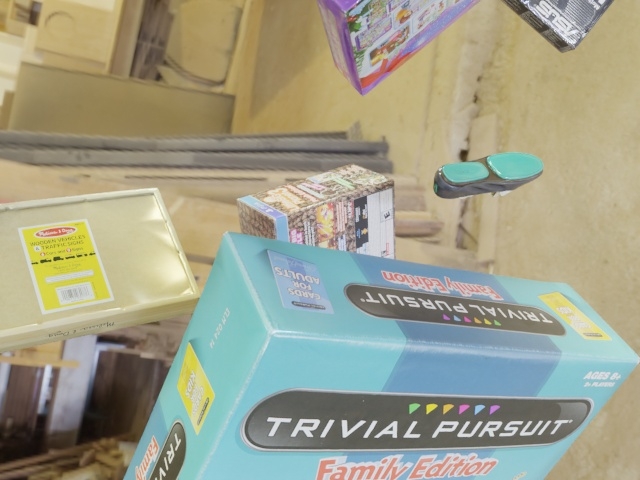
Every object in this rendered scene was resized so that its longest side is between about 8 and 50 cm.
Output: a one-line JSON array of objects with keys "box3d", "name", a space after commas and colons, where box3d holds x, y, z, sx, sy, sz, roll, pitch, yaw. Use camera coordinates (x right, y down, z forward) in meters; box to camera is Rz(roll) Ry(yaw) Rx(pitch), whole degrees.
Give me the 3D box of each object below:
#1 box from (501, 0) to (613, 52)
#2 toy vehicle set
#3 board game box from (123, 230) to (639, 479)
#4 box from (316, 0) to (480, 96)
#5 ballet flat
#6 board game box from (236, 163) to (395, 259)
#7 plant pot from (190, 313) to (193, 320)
[{"box3d": [0.384, -0.485, 1.177, 0.216, 0.270, 0.060, -51, 8, 2], "name": "box"}, {"box3d": [-0.285, 0.028, 0.779, 0.165, 0.267, 0.035, 64, 145, 27], "name": "toy vehicle set"}, {"box3d": [0.006, 0.167, 0.453, 0.335, 0.254, 0.079, -64, 35, 27], "name": "board game box"}, {"box3d": [0.129, -0.290, 0.708, 0.293, 0.057, 0.201, -39, -13, -1], "name": "box"}, {"box3d": [0.275, -0.103, 1.180, 0.074, 0.203, 0.074, 171, 90, -68], "name": "ballet flat"}, {"box3d": [0.000, 0.000, 1.439, 0.141, 0.291, 0.231, 29, 130, 49], "name": "board game box"}, {"box3d": [-0.152, 0.216, 1.213, 0.237, 0.110, 0.237, 173, 90, -72], "name": "plant pot"}]
